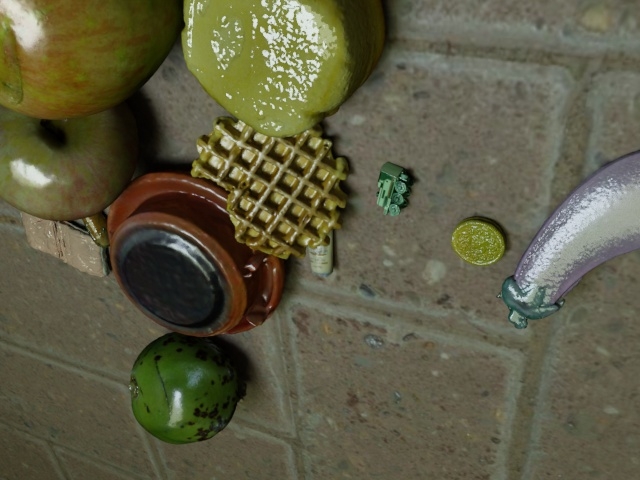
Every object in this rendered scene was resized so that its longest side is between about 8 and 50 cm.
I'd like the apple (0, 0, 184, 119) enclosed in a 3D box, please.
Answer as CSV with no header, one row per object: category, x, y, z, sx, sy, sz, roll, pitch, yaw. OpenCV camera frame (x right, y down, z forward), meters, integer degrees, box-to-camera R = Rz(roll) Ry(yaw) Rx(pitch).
apple,-0.350,-0.338,0.872,0.339,0.339,0.339,15,131,18

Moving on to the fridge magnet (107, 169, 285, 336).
fridge magnet,-0.240,0.038,1.209,0.363,0.155,0.363,12,127,16

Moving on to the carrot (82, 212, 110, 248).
carrot,-0.494,-0.094,1.332,0.049,0.049,0.254,-8,117,34

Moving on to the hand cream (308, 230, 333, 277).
hand cream,0.000,0.000,1.131,0.061,0.039,0.143,10,125,25

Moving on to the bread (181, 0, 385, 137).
bread,-0.053,-0.275,0.865,0.270,0.148,0.270,14,126,20

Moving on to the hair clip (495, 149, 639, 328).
hair clip,0.378,-0.009,0.888,0.095,0.110,0.359,8,139,-31

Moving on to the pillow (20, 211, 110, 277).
pillow,-0.575,0.001,1.453,0.232,0.043,0.126,22,128,17

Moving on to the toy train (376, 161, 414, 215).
toy train,0.112,-0.076,1.007,0.053,0.033,0.083,26,134,16

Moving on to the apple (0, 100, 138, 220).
apple,-0.438,-0.155,1.112,0.257,0.257,0.234,38,160,-2

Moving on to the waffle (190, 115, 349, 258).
waffle,-0.079,-0.082,1.038,0.249,0.056,0.253,1,114,2

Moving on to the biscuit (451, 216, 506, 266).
biscuit,0.243,0.002,1.001,0.084,0.023,0.084,15,129,19

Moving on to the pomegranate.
pomegranate,-0.283,0.323,1.420,0.270,0.254,0.254,17,142,-29
